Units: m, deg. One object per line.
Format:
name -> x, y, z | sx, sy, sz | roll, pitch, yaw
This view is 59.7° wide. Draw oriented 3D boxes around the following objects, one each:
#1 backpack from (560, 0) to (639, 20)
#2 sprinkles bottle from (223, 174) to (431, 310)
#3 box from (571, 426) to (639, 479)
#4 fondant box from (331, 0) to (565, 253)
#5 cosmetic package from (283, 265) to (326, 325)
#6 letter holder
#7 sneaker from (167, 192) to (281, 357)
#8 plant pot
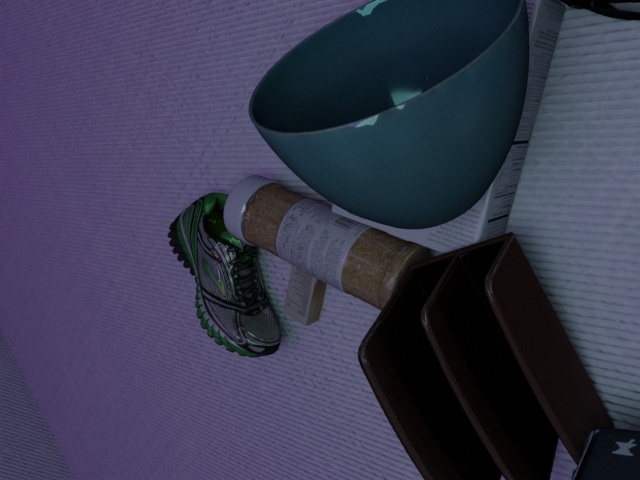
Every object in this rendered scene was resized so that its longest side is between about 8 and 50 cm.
backpack -> 0.333, -0.299, 0.574 | 0.182, 0.151, 0.115 | 17, 103, 48
sprinkles bottle -> 0.000, 0.000, 0.908 | 0.355, 0.121, 0.121 | 25, 114, 33
box -> 0.480, 0.444, 0.427 | 0.479, 0.297, 0.472 | -10, 105, 42
fondant box -> 0.158, -0.165, 0.763 | 0.238, 0.096, 0.331 | 22, 112, 34
cosmetic package -> -0.025, 0.087, 1.000 | 0.060, 0.041, 0.115 | 27, 115, 32
letter holder -> 0.203, 0.184, 0.663 | 0.152, 0.214, 0.302 | -22, 104, 39
sneaker -> -0.172, 0.063, 1.056 | 0.146, 0.134, 0.344 | -42, 72, 36
plant pot -> 0.095, -0.127, 0.614 | 0.290, 0.290, 0.195 | 2, 136, 39
